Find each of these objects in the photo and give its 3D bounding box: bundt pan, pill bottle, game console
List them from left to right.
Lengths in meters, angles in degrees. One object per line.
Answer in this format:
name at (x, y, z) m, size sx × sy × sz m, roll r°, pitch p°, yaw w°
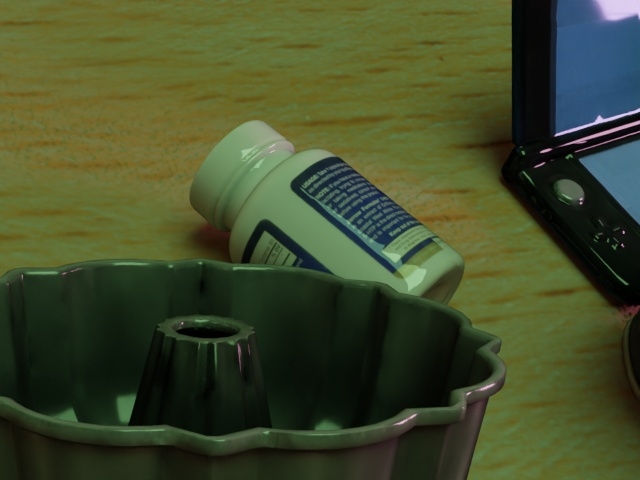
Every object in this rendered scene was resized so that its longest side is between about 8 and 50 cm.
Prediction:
bundt pan at (-0.065, 0.106, 0.700) m, size 0.330 × 0.124 × 0.331 m, roll 3°, pitch 12°, yaw -1°
pill bottle at (0.000, 0.000, 0.908) m, size 0.186 × 0.112 × 0.112 m, roll 40°, pitch 47°, yaw 17°
game console at (0.315, -0.116, 1.096) m, size 0.293 × 0.173 × 0.250 m, roll -18°, pitch 56°, yaw -33°

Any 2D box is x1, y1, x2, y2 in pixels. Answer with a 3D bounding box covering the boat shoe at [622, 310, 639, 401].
boat shoe at (0.287, 0.121, 0.934) m, size 0.075 × 0.065 × 0.206 m, roll 1°, pitch 47°, yaw -16°
